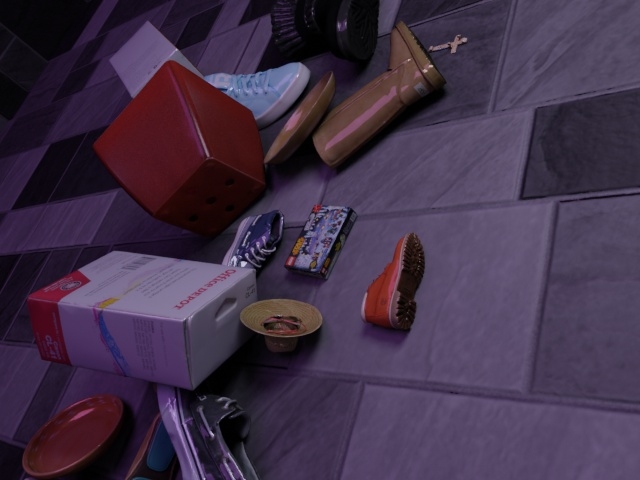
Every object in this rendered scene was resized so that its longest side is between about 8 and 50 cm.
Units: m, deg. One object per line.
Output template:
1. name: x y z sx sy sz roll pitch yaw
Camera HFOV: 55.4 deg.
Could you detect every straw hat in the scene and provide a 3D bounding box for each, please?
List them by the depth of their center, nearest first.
1. straw hat: -0.065 0.153 1.008 0.145 0.145 0.061 23 118 48

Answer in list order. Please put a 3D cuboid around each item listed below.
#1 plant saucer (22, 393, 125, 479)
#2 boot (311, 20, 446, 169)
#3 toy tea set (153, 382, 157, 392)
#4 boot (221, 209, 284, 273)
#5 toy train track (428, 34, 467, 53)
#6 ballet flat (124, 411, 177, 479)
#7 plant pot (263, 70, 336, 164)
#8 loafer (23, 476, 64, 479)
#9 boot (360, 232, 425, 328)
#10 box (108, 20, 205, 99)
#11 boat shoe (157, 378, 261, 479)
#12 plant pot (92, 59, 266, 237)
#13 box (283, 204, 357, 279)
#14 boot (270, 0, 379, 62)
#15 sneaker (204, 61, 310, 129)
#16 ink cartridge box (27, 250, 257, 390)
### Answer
1. plant saucer: -0.458 0.373 1.152 0.200 0.037 0.200 -18 26 9
2. boot: 0.095 -0.295 1.212 0.270 0.089 0.236 -35 35 20
3. toy tea set: -0.343 0.194 1.217 0.200 0.124 0.336 -17 37 -10
4. boot: -0.127 0.021 1.165 0.086 0.069 0.189 -18 47 35
5. toy train track: 0.250 -0.389 1.206 0.083 0.014 0.048 -2 57 41
6. ballet flat: -0.285 0.393 1.022 0.073 0.080 0.232 -32 31 62
7. plant pot: -0.037 -0.247 1.271 0.236 0.032 0.236 -50 14 18
8. loafer: -0.468 0.546 1.013 0.112 0.111 0.319 -39 41 10
9. boot: 0.108 0.059 0.940 0.085 0.059 0.157 -7 56 44
10. box: -0.418 -0.435 1.678 0.168 0.215 0.345 -45 41 3
11. boat shoe: -0.159 0.303 0.953 0.119 0.121 0.335 -33 50 2
12. plant pot: -0.270 -0.164 1.298 0.267 0.267 0.235 -43 56 17
13. box: 0.000 0.000 1.104 0.094 0.027 0.137 6 63 45
14. boot: -0.004 -0.492 1.417 0.260 0.131 0.347 -14 39 25
15. sneaker: -0.202 -0.344 1.462 0.366 0.150 0.135 -24 46 26
16. ink cartridge box: -0.291 0.123 1.037 0.307 0.131 0.226 7 21 21
